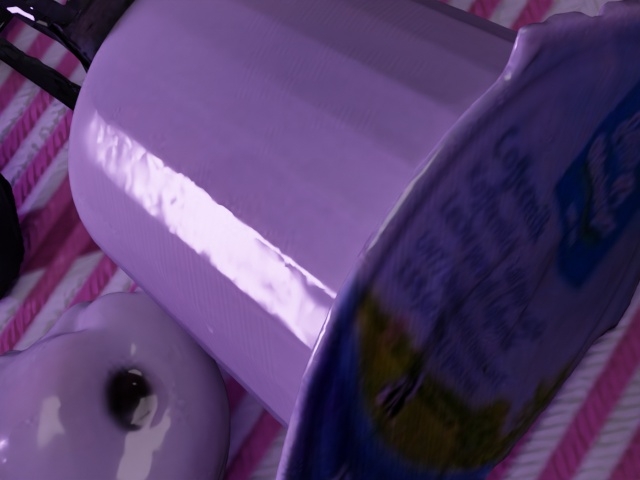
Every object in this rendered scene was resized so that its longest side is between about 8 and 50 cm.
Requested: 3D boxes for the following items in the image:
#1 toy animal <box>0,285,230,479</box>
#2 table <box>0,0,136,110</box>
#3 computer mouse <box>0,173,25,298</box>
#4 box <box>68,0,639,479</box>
[{"bbox_3d":[-0.218,0.149,0.569,0.357,0.194,0.258,-9,57,6],"label":"toy animal"},{"bbox_3d":[-0.084,-0.248,0.650,0.272,0.222,0.335,33,82,25],"label":"table"},{"bbox_3d":[-0.249,-0.038,0.658,0.106,0.192,0.062,-41,17,-20],"label":"computer mouse"},{"bbox_3d":[0.000,0.000,0.513,0.206,0.262,0.291,36,85,33],"label":"box"}]
